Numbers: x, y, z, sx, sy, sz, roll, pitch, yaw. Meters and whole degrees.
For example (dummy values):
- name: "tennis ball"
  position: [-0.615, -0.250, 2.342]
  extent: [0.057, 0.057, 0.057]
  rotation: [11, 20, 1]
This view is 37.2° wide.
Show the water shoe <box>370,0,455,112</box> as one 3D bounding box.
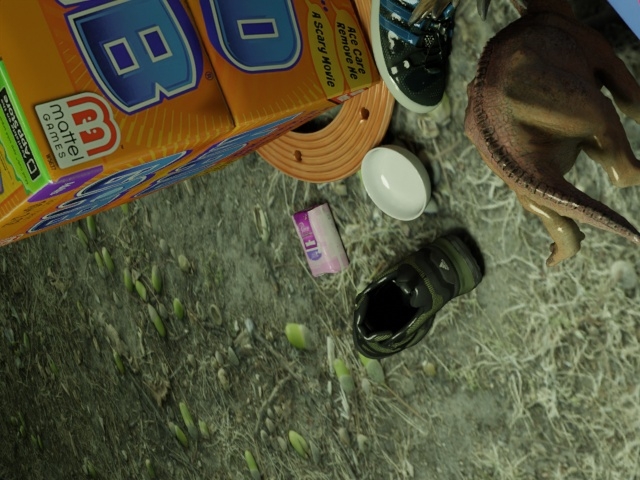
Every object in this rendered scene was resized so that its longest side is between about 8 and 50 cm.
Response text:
- name: "water shoe"
  position: [0.090, -0.211, 0.838]
  extent: [0.080, 0.073, 0.203]
  rotation: [11, 118, 51]

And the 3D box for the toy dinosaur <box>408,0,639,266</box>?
- name: "toy dinosaur"
  position: [0.147, -0.112, 0.677]
  extent: [0.127, 0.296, 0.200]
  rotation: [-29, 124, 34]

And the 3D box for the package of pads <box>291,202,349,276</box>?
- name: "package of pads"
  position: [0.000, 0.000, 1.131]
  extent: [0.050, 0.032, 0.083]
  rotation: [-15, 96, 55]

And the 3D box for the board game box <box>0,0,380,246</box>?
- name: "board game box"
  position: [-0.231, -0.229, 0.961]
  extent: [0.356, 0.356, 0.357]
  rotation: [-19, 94, 55]

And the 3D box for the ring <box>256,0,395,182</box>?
- name: "ring"
  position: [-0.029, -0.226, 1.035]
  extent: [0.336, 0.032, 0.337]
  rotation: [30, 131, 42]

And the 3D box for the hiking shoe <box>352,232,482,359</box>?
- name: "hiking shoe"
  position: [0.068, 0.070, 0.993]
  extent: [0.086, 0.114, 0.227]
  rotation: [58, 146, 16]

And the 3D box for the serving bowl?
- name: "serving bowl"
  position: [0.082, -0.063, 0.971]
  extent: [0.083, 0.027, 0.083]
  rotation: [31, 139, 31]

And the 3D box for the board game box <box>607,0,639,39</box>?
- name: "board game box"
  position: [0.309, -0.213, 0.506]
  extent: [0.233, 0.078, 0.347]
  rotation: [58, 146, 17]
